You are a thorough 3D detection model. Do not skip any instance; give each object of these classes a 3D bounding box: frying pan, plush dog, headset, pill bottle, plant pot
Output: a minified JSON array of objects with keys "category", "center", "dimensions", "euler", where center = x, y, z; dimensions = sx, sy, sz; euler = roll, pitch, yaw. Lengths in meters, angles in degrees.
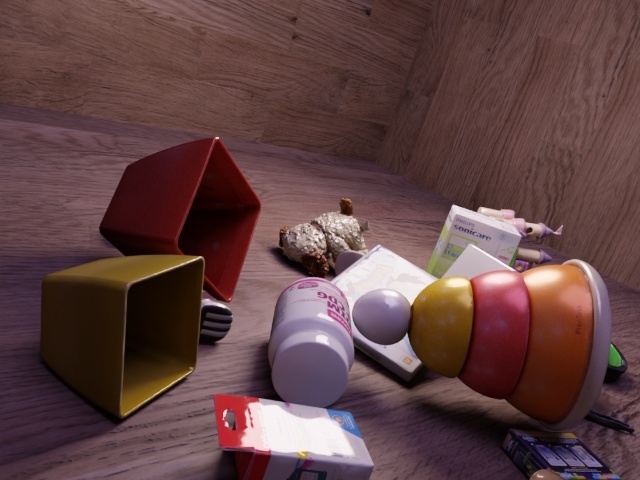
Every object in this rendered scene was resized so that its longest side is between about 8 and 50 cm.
[{"category":"frying pan","center":[0.564,0.382,1.460],"dimensions":[0.326,0.053,0.197],"euler":[22,17,21]},{"category":"plush dog","center":[0.000,0.000,1.850],"dimensions":[0.226,0.210,0.262],"euler":[-21,37,-29]},{"category":"headset","center":[0.696,0.276,1.855],"dimensions":[0.394,0.185,0.243],"euler":[39,25,13]},{"category":"pill bottle","center":[-0.017,0.192,1.218],"dimensions":[0.161,0.160,0.283],"euler":[17,17,-6]},{"category":"plant pot","center":[-0.314,-0.045,1.387],"dimensions":[0.236,0.267,0.267],"euler":[4,-29,20]},{"category":"plant pot","center":[-0.330,0.128,1.029],"dimensions":[0.187,0.212,0.212],"euler":[12,14,19]}]

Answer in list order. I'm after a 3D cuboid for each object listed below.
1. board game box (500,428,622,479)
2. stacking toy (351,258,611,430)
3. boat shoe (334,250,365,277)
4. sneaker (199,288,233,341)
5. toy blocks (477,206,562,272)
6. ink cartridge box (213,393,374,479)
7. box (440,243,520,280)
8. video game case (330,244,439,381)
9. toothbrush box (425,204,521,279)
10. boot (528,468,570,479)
[{"category":"board game box","center":[0.453,0.422,1.199],"dimensions":[0.170,0.048,0.141],"euler":[11,16,-25]},{"category":"stacking toy","center":[0.304,0.174,1.301],"dimensions":[0.481,0.350,0.350],"euler":[11,17,1]},{"category":"boat shoe","center":[0.200,0.142,1.718],"dimensions":[0.341,0.127,0.158],"euler":[38,17,29]},{"category":"sneaker","center":[-0.323,0.120,1.247],"dimensions":[0.282,0.106,0.162],"euler":[21,7,-29]},{"category":"toy blocks","center":[0.669,0.065,2.150],"dimensions":[0.260,0.288,0.309],"euler":[11,14,-8]},{"category":"ink cartridge box","center":[-0.052,0.310,0.944],"dimensions":[0.231,0.077,0.134],"euler":[14,17,-18]},{"category":"box","center":[0.504,0.188,1.667],"dimensions":[0.215,0.168,0.345],"euler":[39,1,-39]},{"category":"video game case","center":[0.171,0.157,1.520],"dimensions":[0.300,0.036,0.329],"euler":[32,41,23]},{"category":"toothbrush box","center":[0.449,0.064,1.921],"dimensions":[0.206,0.283,0.122],"euler":[20,16,1]},{"category":"boot","center":[0.494,0.472,1.002],"dimensions":[0.236,0.089,0.270],"euler":[39,-11,-36]}]
